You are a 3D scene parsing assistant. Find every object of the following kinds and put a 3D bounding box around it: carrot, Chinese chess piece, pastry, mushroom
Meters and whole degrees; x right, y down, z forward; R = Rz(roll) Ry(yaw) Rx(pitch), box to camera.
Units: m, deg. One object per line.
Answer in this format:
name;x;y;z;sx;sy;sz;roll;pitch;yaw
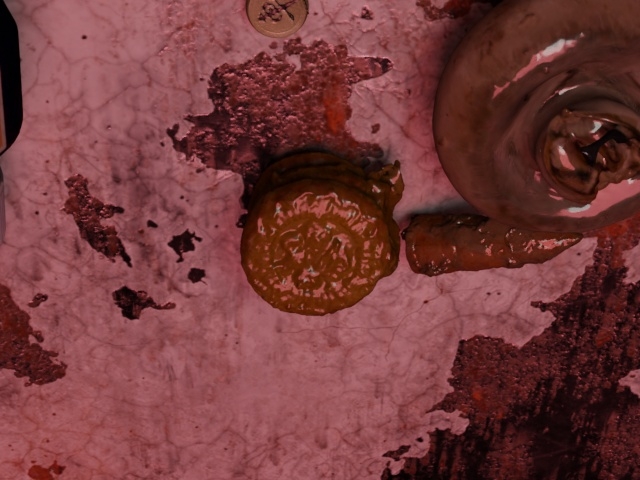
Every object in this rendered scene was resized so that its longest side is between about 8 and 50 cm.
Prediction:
carrot;0.256;0.002;1.501;0.263;0.102;0.102;-2;131;27
Chinese chess piece;-0.057;-0.307;1.338;0.084;0.034;0.084;-2;126;-2
pastry;0.000;0.000;1.487;0.235;0.132;0.240;6;124;6
mushroom;0.329;-0.153;1.322;0.362;0.295;0.362;-4;127;-5

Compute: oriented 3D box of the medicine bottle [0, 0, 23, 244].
medicine bottle;-0.495;-0.136;1.302;0.242;0.243;0.395;2;132;-6
